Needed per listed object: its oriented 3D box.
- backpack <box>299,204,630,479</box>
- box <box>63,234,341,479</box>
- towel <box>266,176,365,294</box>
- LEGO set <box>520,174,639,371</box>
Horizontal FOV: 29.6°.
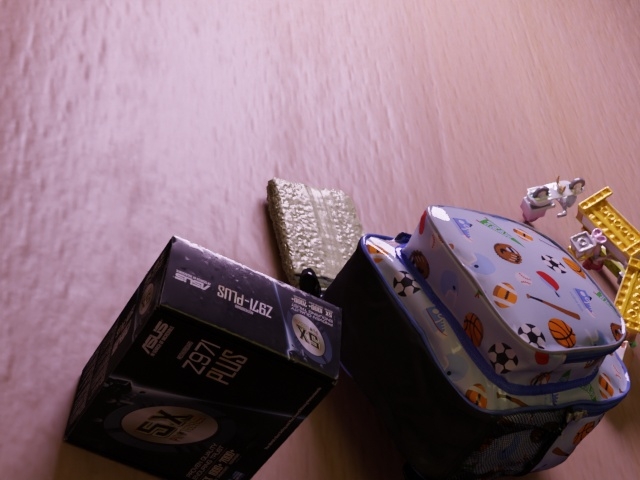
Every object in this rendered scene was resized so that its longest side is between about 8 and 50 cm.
[{"bbox_3d":[0.157,0.097,1.137,0.263,0.213,0.276,11,41,-47],"label":"backpack"},{"bbox_3d":[-0.090,0.103,0.928,0.147,0.180,0.077,25,39,-18],"label":"box"},{"bbox_3d":[0.000,0.000,1.241,0.110,0.027,0.148,11,46,-31],"label":"towel"},{"bbox_3d":[0.338,0.056,1.437,0.132,0.107,0.287,-11,57,-4],"label":"LEGO set"}]
